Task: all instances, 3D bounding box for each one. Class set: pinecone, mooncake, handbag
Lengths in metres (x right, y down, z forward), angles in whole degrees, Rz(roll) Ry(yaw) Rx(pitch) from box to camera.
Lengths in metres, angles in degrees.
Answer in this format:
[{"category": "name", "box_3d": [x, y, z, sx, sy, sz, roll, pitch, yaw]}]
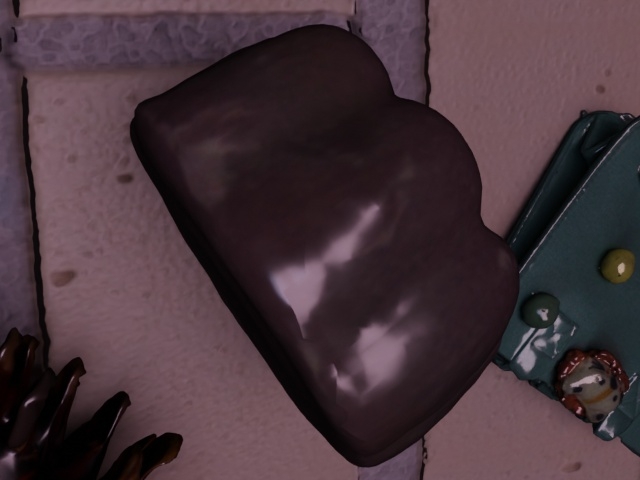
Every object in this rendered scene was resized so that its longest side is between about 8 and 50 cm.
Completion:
[{"category": "pinecone", "box_3d": [-0.222, 0.170, 0.545, 0.246, 0.246, 0.292, -40, 104, -9]}, {"category": "mooncake", "box_3d": [0.000, 0.000, 0.559, 0.154, 0.306, 0.306, -36, 111, -13]}, {"category": "handbag", "box_3d": [0.302, 0.047, 0.791, 0.268, 0.100, 0.274, 37, 86, -24]}]
